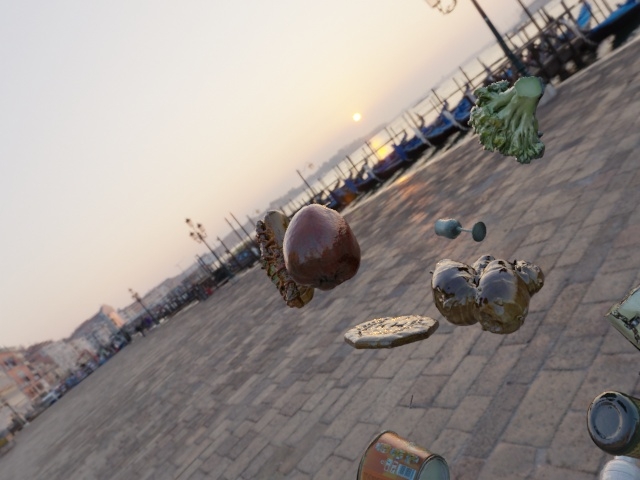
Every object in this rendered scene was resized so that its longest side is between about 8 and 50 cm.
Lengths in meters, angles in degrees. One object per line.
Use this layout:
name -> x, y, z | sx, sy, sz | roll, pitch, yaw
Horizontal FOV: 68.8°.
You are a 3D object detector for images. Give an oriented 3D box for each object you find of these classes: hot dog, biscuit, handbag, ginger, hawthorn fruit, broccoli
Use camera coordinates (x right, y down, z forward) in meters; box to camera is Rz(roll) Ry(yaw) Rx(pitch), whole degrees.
hot dog -> -0.133, 0.067, 1.575 | 0.117, 0.349, 0.158 | -16, -11, -28
biscuit -> 0.262, 0.336, 1.750 | 0.359, 0.046, 0.359 | -10, 1, 0
handbag -> 0.916, 0.264, 1.165 | 0.236, 0.358, 0.160 | -14, -35, -45
ginger -> 0.454, 0.127, 1.325 | 0.274, 0.152, 0.357 | -45, 25, -25
hawthorn fruit -> 0.000, 0.000, 1.277 | 0.210, 0.210, 0.262 | -33, 46, 38
broccoli -> 0.612, -0.399, 1.493 | 0.248, 0.288, 0.246 | -52, -21, -23

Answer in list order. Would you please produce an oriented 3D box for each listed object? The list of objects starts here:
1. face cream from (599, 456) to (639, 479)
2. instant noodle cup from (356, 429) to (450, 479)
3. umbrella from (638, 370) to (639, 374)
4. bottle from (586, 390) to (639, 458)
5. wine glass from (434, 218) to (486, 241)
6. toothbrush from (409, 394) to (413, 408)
face cream -> 1.054, 0.862, 1.627 | 0.145, 0.145, 0.369 | -32, 8, 46
instant noodle cup -> 0.295, 0.831, 1.608 | 0.214, 0.296, 0.296 | -2, 31, 45
umbrella -> 0.635, 0.241, 0.788 | 0.165, 0.025, 0.027 | 5, 4, 24
bottle -> 0.726, 0.424, 1.001 | 0.143, 0.271, 0.156 | -97, 27, -67
wine glass -> 0.520, -0.040, 1.756 | 0.079, 0.079, 0.195 | -40, 24, -21
toothbrush -> 0.285, 0.506, 1.463 | 0.008, 0.097, 0.006 | 1, 48, 7
